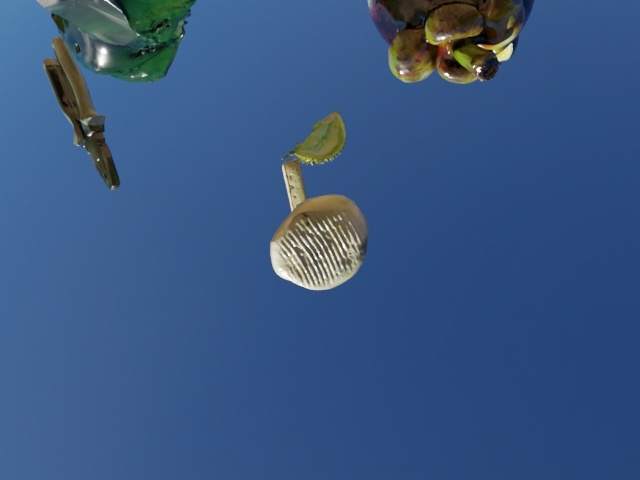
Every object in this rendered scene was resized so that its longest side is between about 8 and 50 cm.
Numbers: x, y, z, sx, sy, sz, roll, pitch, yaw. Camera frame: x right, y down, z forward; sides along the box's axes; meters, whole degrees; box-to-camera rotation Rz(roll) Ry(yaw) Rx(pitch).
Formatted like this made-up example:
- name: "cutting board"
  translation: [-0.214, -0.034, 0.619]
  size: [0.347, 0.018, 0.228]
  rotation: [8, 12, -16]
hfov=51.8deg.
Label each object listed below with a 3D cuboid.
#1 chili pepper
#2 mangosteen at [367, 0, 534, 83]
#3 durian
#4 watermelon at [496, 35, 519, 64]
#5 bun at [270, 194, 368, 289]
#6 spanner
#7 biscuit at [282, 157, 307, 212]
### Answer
- name: "chili pepper"
  translation: [-0.218, -0.245, 0.710]
  size: [0.264, 0.148, 0.116]
  rotation: [-27, -145, 59]
- name: "mangosteen"
  translation: [0.243, -0.452, 1.240]
  size: [0.330, 0.330, 0.330]
  rotation: [-17, -138, 16]
- name: "durian"
  translation: [-0.007, -0.247, 1.702]
  size: [0.215, 0.100, 0.086]
  rotation: [-47, -157, -25]
- name: "watermelon"
  translation: [0.360, -0.500, 1.497]
  size: [0.204, 0.232, 0.127]
  rotation: [11, -105, 66]
- name: "bun"
  translation: [0.000, 0.000, 1.461]
  size: [0.237, 0.210, 0.116]
  rotation: [-36, -156, 17]
- name: "spanner"
  translation: [-0.448, -0.233, 1.242]
  size: [0.095, 0.040, 0.325]
  rotation: [-43, -111, 43]
- name: "biscuit"
  translation: [-0.072, -0.148, 1.937]
  size: [0.056, 0.188, 0.052]
  rotation: [-10, -158, 1]
